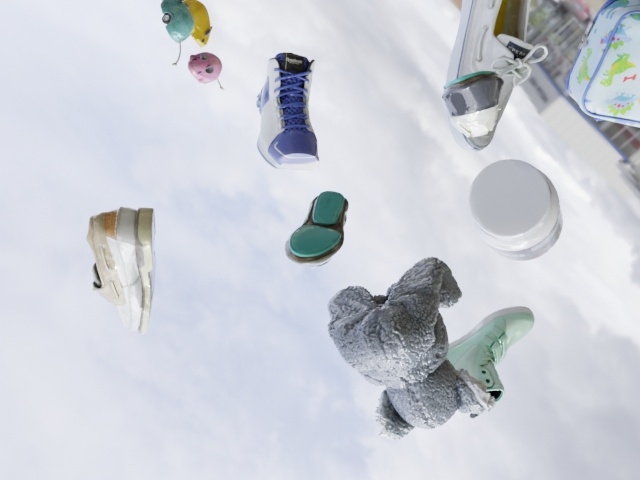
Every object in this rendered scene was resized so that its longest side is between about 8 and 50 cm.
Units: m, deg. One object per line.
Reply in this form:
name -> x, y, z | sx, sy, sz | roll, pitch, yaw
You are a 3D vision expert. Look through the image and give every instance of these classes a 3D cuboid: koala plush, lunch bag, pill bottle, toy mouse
koala plush -> 0.125, 0.173, 1.007 | 0.203, 0.196, 0.221 | -68, -45, -69
lunch bag -> 0.485, -0.253, 1.057 | 0.219, 0.176, 0.090 | 8, -146, -10
pill bottle -> 0.362, -0.053, 1.339 | 0.161, 0.161, 0.283 | 56, -167, 18
toy mouse -> -0.155, -0.247, 0.887 | 0.143, 0.031, 0.161 | -84, -27, -58

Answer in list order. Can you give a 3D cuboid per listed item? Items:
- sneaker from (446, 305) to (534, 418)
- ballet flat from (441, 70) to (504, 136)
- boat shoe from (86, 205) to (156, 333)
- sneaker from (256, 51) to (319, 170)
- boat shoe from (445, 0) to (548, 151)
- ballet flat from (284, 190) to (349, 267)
sneaker -> 0.324, 0.229, 1.335 | 0.151, 0.256, 0.094 | 47, 162, 50
ballet flat -> 0.178, -0.155, 0.826 | 0.074, 0.074, 0.203 | 47, -166, -1
boat shoe -> -0.338, 0.052, 1.236 | 0.103, 0.302, 0.113 | 3, -134, -10
sneaker -> -0.077, -0.314, 1.614 | 0.127, 0.182, 0.315 | -1, -133, -15
boat shoe -> 0.347, -0.350, 1.359 | 0.136, 0.367, 0.156 | 8, -178, -37
ballet flat -> 0.000, 0.000, 1.004 | 0.072, 0.068, 0.213 | 11, -151, 8
